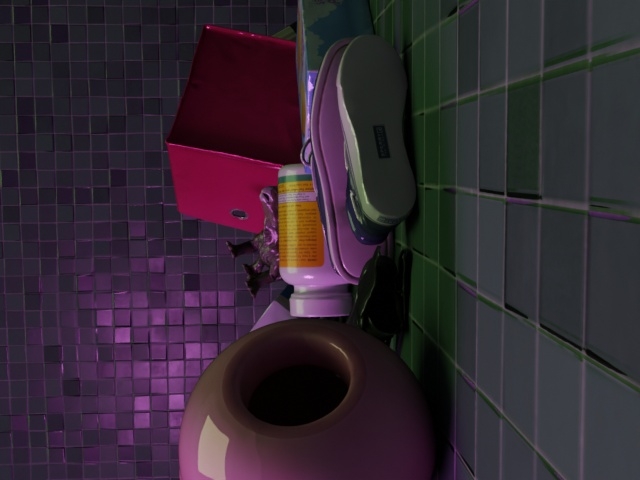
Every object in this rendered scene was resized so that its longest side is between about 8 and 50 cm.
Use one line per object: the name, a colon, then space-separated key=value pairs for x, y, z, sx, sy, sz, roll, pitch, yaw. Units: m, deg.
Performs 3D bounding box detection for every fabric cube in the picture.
fabric cube: x=-0.113 y=-0.185 z=1.548 sx=0.258 sy=0.254 sz=0.259 roll=101 pitch=-177 yaw=-65

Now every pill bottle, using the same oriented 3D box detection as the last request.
pill bottle: x=0.000 y=0.000 z=1.209 sx=0.117 sy=0.117 sz=0.208 roll=164 pitch=105 yaw=-86

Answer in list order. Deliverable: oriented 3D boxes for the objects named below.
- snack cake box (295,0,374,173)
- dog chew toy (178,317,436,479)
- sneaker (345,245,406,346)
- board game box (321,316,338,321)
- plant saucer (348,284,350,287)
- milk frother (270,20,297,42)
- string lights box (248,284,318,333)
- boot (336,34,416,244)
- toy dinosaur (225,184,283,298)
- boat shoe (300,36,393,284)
snack cake box: x=0.017 y=-0.226 z=1.121 sx=0.264 sy=0.089 sz=0.152 roll=-95 pitch=5 yaw=-48
dog chew toy: x=-0.001 y=0.224 z=0.745 sx=0.207 sy=0.206 sz=0.332 roll=-95 pitch=-3 yaw=-50
sneaker: x=0.054 y=0.079 z=0.853 sx=0.089 sy=0.051 sz=0.170 roll=-96 pitch=15 yaw=-74
board game box: x=0.020 y=0.202 z=1.663 sx=0.126 sy=0.026 sz=0.186 roll=95 pitch=173 yaw=-61
plant saucer: x=0.024 y=-0.016 z=1.397 sx=0.188 sy=0.045 sz=0.188 roll=-95 pitch=6 yaw=-48
milk frother: x=-0.039 y=-0.355 z=1.626 sx=0.129 sy=0.134 sz=0.143 roll=58 pitch=176 yaw=5
string lights box: x=-0.052 y=0.133 z=1.450 sx=0.133 sy=0.076 sz=0.260 roll=-52 pitch=-1 yaw=17
boot: x=0.043 y=-0.093 z=0.819 sx=0.086 sy=0.069 sz=0.190 roll=123 pitch=147 yaw=-67
toy dinosaur: x=-0.059 y=0.017 z=1.440 sx=0.121 sy=0.160 sz=0.313 roll=62 pitch=179 yaw=19
boat shoe: x=0.032 y=-0.083 z=0.915 sx=0.079 sy=0.095 sz=0.255 roll=-145 pitch=45 yaw=-72
